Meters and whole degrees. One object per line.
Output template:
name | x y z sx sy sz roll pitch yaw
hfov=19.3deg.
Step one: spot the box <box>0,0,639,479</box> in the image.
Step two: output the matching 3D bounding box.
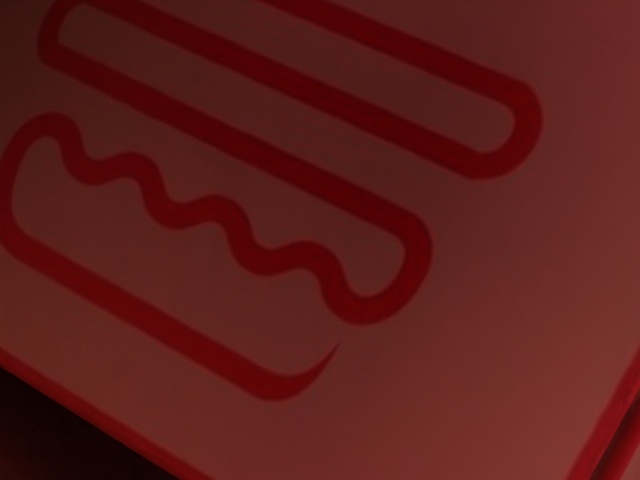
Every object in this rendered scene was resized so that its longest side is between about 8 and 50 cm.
box | 0.066 -0.026 0.671 0.312 0.300 0.314 27 -6 32
